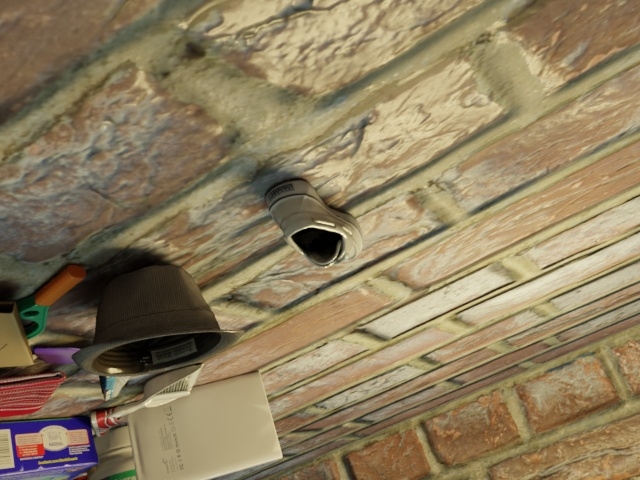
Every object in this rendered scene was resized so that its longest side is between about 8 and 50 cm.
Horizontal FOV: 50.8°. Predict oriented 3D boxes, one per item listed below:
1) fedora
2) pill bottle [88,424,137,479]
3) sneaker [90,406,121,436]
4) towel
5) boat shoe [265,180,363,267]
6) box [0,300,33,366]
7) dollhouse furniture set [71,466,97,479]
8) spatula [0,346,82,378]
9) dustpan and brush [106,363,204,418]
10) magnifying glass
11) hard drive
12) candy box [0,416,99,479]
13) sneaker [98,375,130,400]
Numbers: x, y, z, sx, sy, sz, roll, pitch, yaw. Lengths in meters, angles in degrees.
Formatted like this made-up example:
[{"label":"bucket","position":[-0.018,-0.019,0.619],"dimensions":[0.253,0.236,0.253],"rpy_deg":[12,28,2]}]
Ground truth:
[{"label":"fedora","position":[-0.246,0.114,1.005],"dimensions":[0.243,0.124,0.275],"rpy_deg":[-5,160,-23]},{"label":"pill bottle","position":[-0.465,0.661,1.684],"dimensions":[0.204,0.361,0.204],"rpy_deg":[-16,155,-7]},{"label":"sneaker","position":[-0.488,0.418,1.553],"dimensions":[0.067,0.042,0.118],"rpy_deg":[-8,151,-14]},{"label":"towel","position":[-0.571,0.282,1.187],"dimensions":[0.199,0.031,0.275],"rpy_deg":[-3,160,-31]},{"label":"boat shoe","position":[0.000,0.000,0.989],"dimensions":[0.095,0.084,0.258],"rpy_deg":[-28,153,18]},{"label":"box","position":[-0.506,0.137,0.956],"dimensions":[0.164,0.021,0.201],"rpy_deg":[1,148,-15]},{"label":"dollhouse furniture set","position":[-0.728,0.688,1.884],"dimensions":[0.262,0.135,0.259],"rpy_deg":[-30,164,24]},{"label":"spatula","position":[-0.533,0.220,1.135],"dimensions":[0.296,0.030,0.084],"rpy_deg":[-14,154,-9]},{"label":"dustpan and brush","position":[-0.355,0.333,1.449],"dimensions":[0.211,0.060,0.147],"rpy_deg":[-7,153,-24]},{"label":"magnifying glass","position":[-0.414,0.098,0.975],"dimensions":[0.231,0.026,0.092],"rpy_deg":[-35,150,29]},{"label":"hard drive","position":[-0.269,0.439,1.547],"dimensions":[0.318,0.210,0.040],"rpy_deg":[-12,153,-15]},{"label":"candy box","position":[-0.699,0.503,1.488],"dimensions":[0.317,0.122,0.268],"rpy_deg":[-35,152,28]},{"label":"sneaker","position":[-0.366,0.238,1.246],"dimensions":[0.083,0.071,0.191],"rpy_deg":[-12,155,-27]}]
